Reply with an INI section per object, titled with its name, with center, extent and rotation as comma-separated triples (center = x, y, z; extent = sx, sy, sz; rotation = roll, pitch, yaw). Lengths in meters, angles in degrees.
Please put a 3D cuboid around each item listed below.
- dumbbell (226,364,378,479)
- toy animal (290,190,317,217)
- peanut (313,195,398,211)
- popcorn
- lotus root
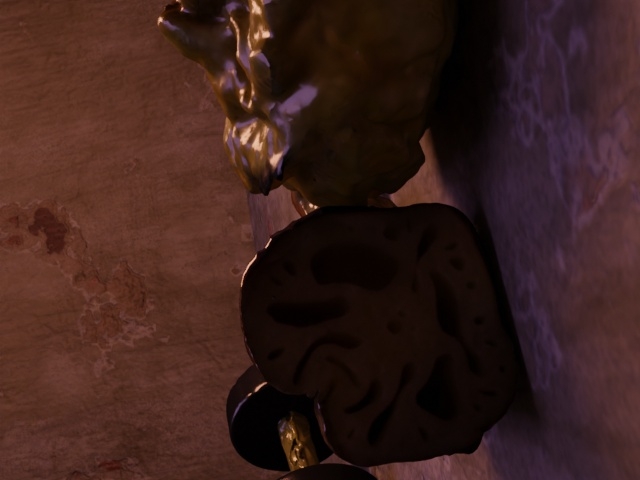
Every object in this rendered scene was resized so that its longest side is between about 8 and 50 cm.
[dumbbell]
center = -0.023, 0.336, 1.207
extent = 0.322, 0.204, 0.204
rotation = -113, 17, -57
[toy animal]
center = 0.000, 0.000, 1.124
extent = 0.157, 0.097, 0.312
rotation = 91, 170, -73
[peanut]
center = 0.023, 0.025, 0.855
extent = 0.120, 0.136, 0.298
rotation = 46, 164, 6
[popcorn]
center = 0.000, -0.159, 0.623
extent = 0.252, 0.215, 0.286
rotation = 51, 152, 26
[lotus root]
center = 0.032, 0.083, 0.649
extent = 0.180, 0.199, 0.188
rotation = 120, 145, -71
